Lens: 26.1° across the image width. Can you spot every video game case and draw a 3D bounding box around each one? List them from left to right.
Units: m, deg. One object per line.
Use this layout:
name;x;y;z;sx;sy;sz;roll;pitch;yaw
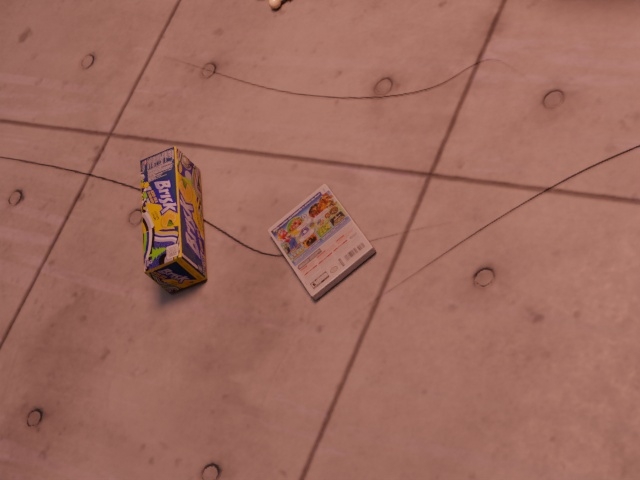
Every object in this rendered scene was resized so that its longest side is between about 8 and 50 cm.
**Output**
video game case;0.000;0.000;1.552;0.087;0.011;0.122;-39;48;4

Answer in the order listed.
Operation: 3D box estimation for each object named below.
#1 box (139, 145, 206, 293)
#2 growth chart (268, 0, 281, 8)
box;-0.176;-0.025;1.645;0.054;0.059;0.169;-22;51;20
growth chart;-0.038;-0.419;1.845;0.172;0.021;0.237;-31;49;11
